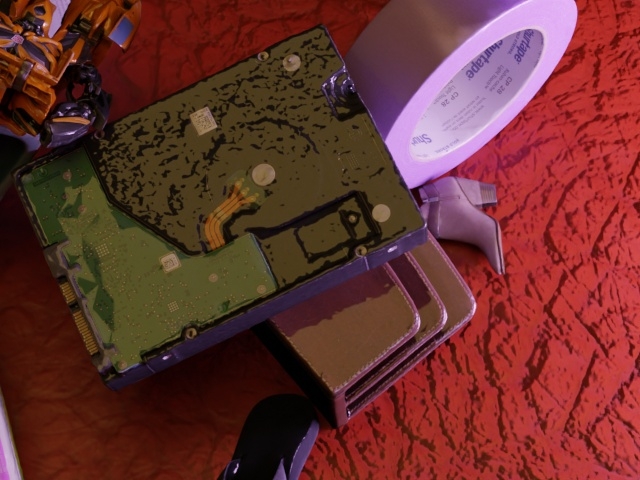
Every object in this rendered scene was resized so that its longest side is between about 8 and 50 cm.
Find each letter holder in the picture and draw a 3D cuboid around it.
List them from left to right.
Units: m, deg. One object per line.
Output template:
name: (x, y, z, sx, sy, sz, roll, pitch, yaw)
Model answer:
letter holder: (0.000, 0.000, 1.700, 0.214, 0.152, 0.302, -38, 75, -10)

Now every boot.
boot: (0.149, -0.014, 1.793, 0.087, 0.042, 0.118, -7, 64, 4)

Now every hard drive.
hard drive: (-0.097, -0.032, 1.599, 0.339, 0.064, 0.237, -26, 73, -3)

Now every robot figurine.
robot figurine: (-0.276, -0.209, 1.615, 0.211, 0.085, 0.291, 27, 37, -7)

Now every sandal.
sandal: (-0.065, 0.239, 1.615, 0.097, 0.054, 0.254, -4, 40, 14)

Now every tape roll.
tape roll: (0.136, -0.180, 1.736, 0.275, 0.275, 0.090, -36, 70, -15)

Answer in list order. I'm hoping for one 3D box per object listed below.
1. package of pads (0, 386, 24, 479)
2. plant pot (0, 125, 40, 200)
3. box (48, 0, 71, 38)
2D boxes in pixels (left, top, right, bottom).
package of pads: (-0.425, 0.183, 1.639, 0.229, 0.101, 0.296, -15, 79, -7)
plant pot: (-0.449, -0.152, 1.674, 0.248, 0.247, 0.252, 13, 49, -32)
box: (-0.355, -0.282, 1.840, 0.182, 0.181, 0.119, 22, 67, 11)
